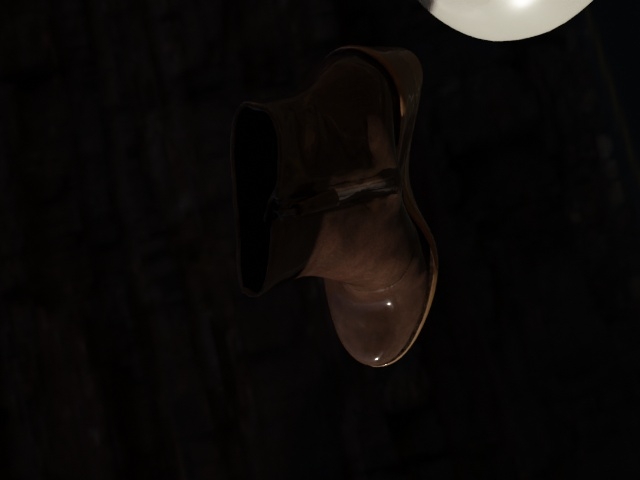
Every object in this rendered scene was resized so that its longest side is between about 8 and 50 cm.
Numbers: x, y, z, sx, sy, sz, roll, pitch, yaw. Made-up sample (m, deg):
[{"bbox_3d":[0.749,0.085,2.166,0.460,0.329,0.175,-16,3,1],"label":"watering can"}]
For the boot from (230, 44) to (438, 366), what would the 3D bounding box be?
[{"bbox_3d":[0.000,0.000,0.951,0.207,0.090,0.248,-34,-49,-54],"label":"boot"}]

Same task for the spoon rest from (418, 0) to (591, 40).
[{"bbox_3d":[0.050,-0.224,0.678,0.084,0.137,0.276,-28,-92,-51],"label":"spoon rest"}]
